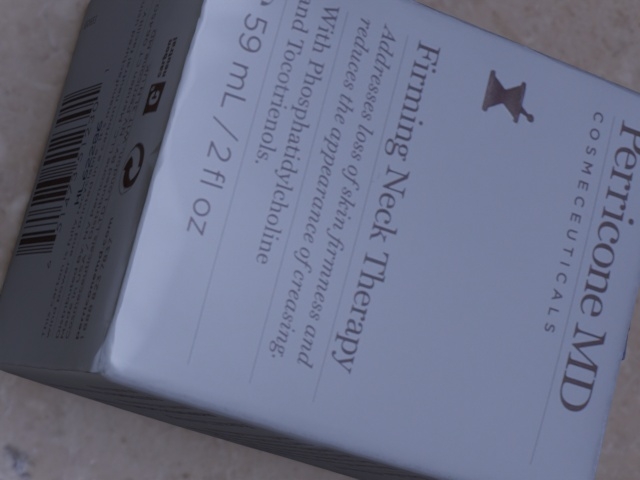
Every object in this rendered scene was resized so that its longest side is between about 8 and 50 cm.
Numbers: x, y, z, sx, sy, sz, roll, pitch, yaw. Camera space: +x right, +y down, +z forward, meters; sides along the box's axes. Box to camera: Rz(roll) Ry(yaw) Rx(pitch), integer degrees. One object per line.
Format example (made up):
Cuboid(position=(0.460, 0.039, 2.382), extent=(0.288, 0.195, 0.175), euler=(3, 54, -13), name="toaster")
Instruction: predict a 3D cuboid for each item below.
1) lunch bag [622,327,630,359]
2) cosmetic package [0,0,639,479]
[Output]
Cuboid(position=(0.252, 0.072, 1.737), extent=(0.053, 0.083, 0.071), euler=(9, 83, -22), name="lunch bag")
Cuboid(position=(0.000, 0.000, 1.500), extent=(0.394, 0.327, 0.329), euler=(19, 80, -23), name="cosmetic package")
